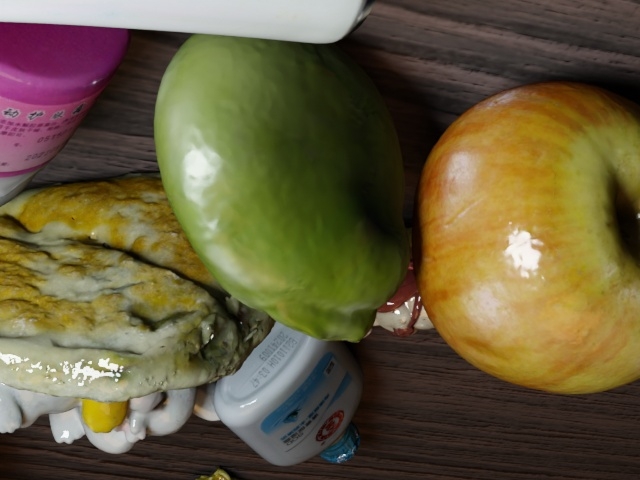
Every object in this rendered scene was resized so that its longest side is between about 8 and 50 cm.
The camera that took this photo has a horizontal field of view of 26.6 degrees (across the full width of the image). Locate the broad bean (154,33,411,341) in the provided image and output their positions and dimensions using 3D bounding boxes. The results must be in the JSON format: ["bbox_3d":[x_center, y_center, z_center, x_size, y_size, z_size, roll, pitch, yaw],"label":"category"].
[{"bbox_3d":[-0.023,-0.053,1.124,0.119,0.238,0.291,-9,120,47],"label":"broad bean"}]

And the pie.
[{"bbox_3d":[-0.190,0.035,1.188,0.339,0.339,0.077,-1,122,-5],"label":"pie"}]

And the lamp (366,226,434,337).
[{"bbox_3d":[0.074,0.047,1.406,0.253,0.118,0.118,-12,145,9],"label":"lamp"}]

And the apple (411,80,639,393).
[{"bbox_3d":[0.215,0.000,1.208,0.286,0.286,0.233,15,159,-26],"label":"apple"}]

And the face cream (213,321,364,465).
[{"bbox_3d":[-0.019,0.192,1.591,0.163,0.080,0.336,-46,153,-8],"label":"face cream"}]

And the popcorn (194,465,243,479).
[{"bbox_3d":[-0.141,0.363,1.882,0.084,0.084,0.084,-3,146,-2],"label":"popcorn"}]

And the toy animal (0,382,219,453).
[{"bbox_3d":[-0.224,0.138,1.483,0.325,0.154,0.208,-8,130,-33],"label":"toy animal"}]

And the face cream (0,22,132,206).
[{"bbox_3d":[-0.261,-0.135,1.041,0.175,0.175,0.195,16,140,-27],"label":"face cream"}]

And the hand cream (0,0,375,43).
[{"bbox_3d":[-0.133,-0.221,0.954,0.359,0.185,0.118,5,175,-22],"label":"hand cream"}]
